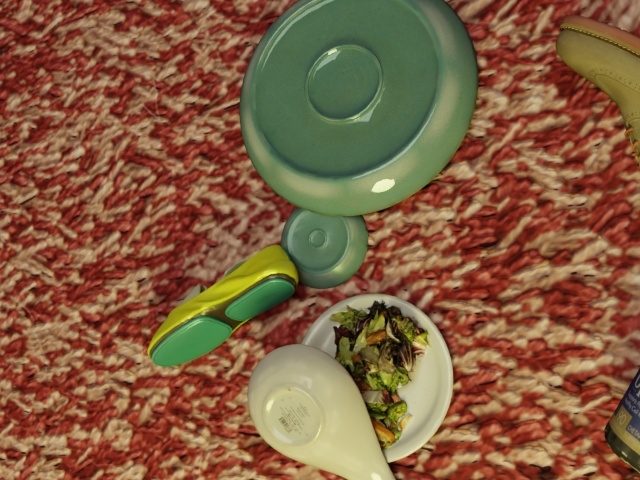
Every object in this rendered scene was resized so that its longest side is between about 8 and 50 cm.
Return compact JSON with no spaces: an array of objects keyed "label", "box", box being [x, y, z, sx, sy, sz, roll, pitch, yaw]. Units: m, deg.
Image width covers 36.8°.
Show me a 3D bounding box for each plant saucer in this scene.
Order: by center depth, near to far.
[{"label":"plant saucer","box":[0.034,-0.188,1.186,0.317,0.044,0.317,-5,76,22]},{"label":"plant saucer","box":[0.000,0.000,1.193,0.119,0.021,0.119,-4,80,23]}]

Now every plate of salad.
[{"label":"plate of salad","box":[0.056,0.161,1.128,0.200,0.048,0.200,-4,80,24]}]

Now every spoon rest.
[{"label":"spoon rest","box":[0.019,0.242,1.092,0.137,0.084,0.276,-37,83,23]}]

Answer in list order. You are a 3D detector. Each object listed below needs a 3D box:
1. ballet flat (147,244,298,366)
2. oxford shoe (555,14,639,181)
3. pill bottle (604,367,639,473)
[{"label":"ballet flat","box":[-0.125,0.079,1.212,0.231,0.077,0.077,-32,49,21]},{"label":"oxford shoe","box":[0.362,-0.106,1.001,0.348,0.123,0.130,45,106,24]},{"label":"pill bottle","box":[0.380,0.130,0.933,0.123,0.123,0.219,31,105,25]}]
